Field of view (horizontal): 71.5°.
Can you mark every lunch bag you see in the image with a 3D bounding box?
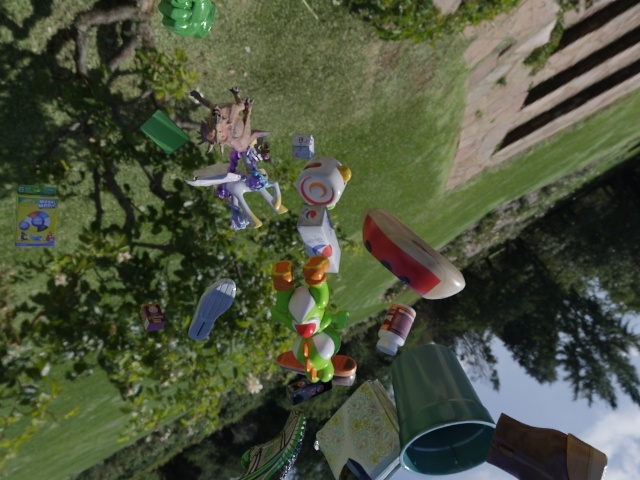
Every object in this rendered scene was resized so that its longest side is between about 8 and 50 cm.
[{"bbox_3d":[-0.063,-0.332,1.565,0.071,0.083,0.053,9,-157,18],"label":"lunch bag"}]

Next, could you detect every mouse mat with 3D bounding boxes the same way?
[{"bbox_3d":[-0.582,-0.401,1.661,0.190,0.152,0.007,-14,-141,46],"label":"mouse mat"}]

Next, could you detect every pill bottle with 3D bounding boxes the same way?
[{"bbox_3d":[0.234,0.278,1.399,0.152,0.086,0.086,-61,180,-25],"label":"pill bottle"}]

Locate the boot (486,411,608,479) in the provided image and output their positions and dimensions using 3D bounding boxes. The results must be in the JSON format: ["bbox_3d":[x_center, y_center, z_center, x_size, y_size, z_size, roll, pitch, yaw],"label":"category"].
[{"bbox_3d":[0.453,0.499,0.926,0.207,0.248,0.090,13,-167,27],"label":"boot"}]

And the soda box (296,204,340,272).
[{"bbox_3d":[0.000,0.000,1.567,0.091,0.098,0.286,0,143,15],"label":"soda box"}]

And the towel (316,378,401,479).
[{"bbox_3d":[0.170,0.771,1.713,0.090,0.320,0.374,30,105,-38],"label":"towel"}]

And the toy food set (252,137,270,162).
[{"bbox_3d":[-0.215,-0.345,1.669,0.019,0.078,0.122,-39,-178,-33],"label":"toy food set"}]

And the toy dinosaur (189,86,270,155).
[{"bbox_3d":[-0.251,-0.308,1.241,0.127,0.200,0.296,-18,160,22],"label":"toy dinosaur"}]

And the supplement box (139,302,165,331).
[{"bbox_3d":[-0.545,0.248,1.442,0.055,0.083,0.043,1,130,-42],"label":"supplement box"}]

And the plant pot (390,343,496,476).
[{"bbox_3d":[0.398,0.563,1.529,0.341,0.334,0.341,-4,128,-5],"label":"plant pot"}]

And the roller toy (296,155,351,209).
[{"bbox_3d":[0.009,-0.248,1.839,0.209,0.191,0.146,-59,-177,45],"label":"roller toy"}]

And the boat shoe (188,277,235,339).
[{"bbox_3d":[-0.406,0.235,1.622,0.109,0.094,0.302,22,119,-30],"label":"boat shoe"}]

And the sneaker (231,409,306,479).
[{"bbox_3d":[-0.154,0.657,1.370,0.343,0.146,0.134,-47,157,-48],"label":"sneaker"}]

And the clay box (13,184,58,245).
[{"bbox_3d":[-1.044,-0.089,1.634,0.127,0.053,0.222,-1,114,-43],"label":"clay box"}]

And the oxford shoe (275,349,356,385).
[{"bbox_3d":[-0.025,0.583,1.988,0.364,0.132,0.130,7,-152,13],"label":"oxford shoe"}]

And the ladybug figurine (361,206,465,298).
[{"bbox_3d":[0.316,0.055,1.621,0.162,0.449,0.305,-50,175,8],"label":"ladybug figurine"}]

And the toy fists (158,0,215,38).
[{"bbox_3d":[-0.319,-0.667,1.154,0.142,0.096,0.279,8,126,-49],"label":"toy fists"}]

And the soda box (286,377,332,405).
[{"bbox_3d":[-0.041,0.547,1.653,0.169,0.060,0.053,-14,-157,-27],"label":"soda box"}]

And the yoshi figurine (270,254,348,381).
[{"bbox_3d":[-0.026,0.222,1.281,0.203,0.362,0.203,-21,-161,-34],"label":"yoshi figurine"}]

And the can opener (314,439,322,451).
[{"bbox_3d":[0.079,0.862,2.031,0.280,0.093,0.074,-30,132,-39],"label":"can opener"}]

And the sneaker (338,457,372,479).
[{"bbox_3d":[0.125,0.822,1.471,0.090,0.081,0.232,-60,-167,-5],"label":"sneaker"}]

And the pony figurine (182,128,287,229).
[{"bbox_3d":[-0.333,-0.228,1.791,0.351,0.363,0.303,-20,-159,-3],"label":"pony figurine"}]
